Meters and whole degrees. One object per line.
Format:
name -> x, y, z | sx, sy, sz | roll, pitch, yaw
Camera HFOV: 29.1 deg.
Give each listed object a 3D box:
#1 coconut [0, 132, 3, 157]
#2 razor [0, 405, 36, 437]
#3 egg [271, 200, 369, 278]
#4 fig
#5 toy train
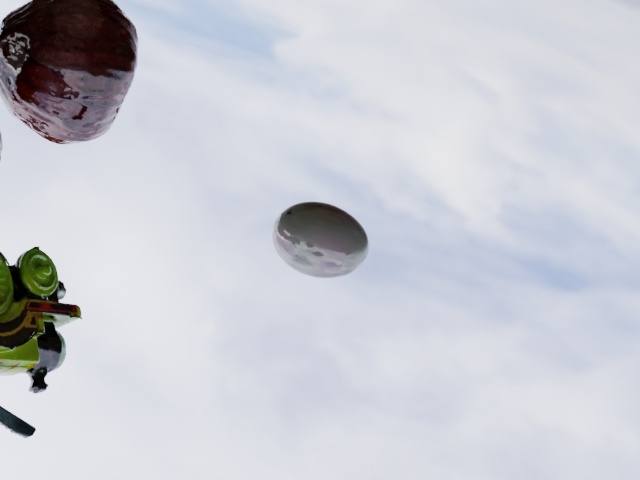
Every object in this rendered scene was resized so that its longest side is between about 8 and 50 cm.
coconut -> -0.309, -0.068, 0.873 | 0.161, 0.161, 0.162 | 10, -147, -30
razor -> -0.463, 0.209, 1.642 | 0.190, 0.066, 0.033 | 33, -124, -18
egg -> 0.000, 0.000, 1.672 | 0.135, 0.103, 0.103 | 17, -162, -2
fig -> -0.209, -0.152, 0.987 | 0.128, 0.128, 0.150 | 41, 169, 47
toy train -> -0.370, 0.079, 1.268 | 0.296, 0.100, 0.160 | 10, -118, -57
